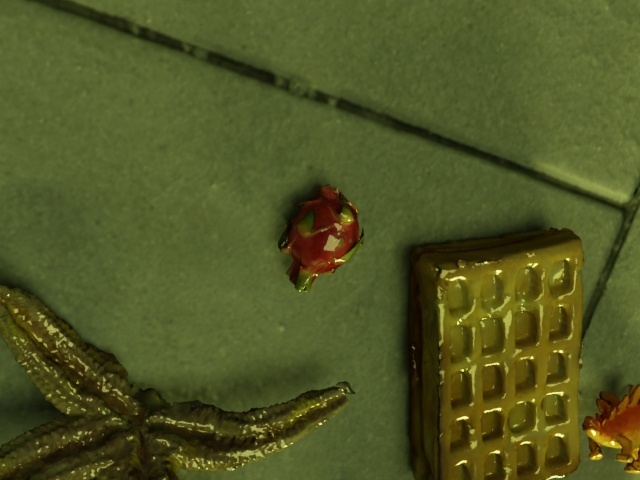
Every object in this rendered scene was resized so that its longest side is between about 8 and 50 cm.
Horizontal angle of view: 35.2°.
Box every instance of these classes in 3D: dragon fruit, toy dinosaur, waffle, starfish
[{"bbox_3d":[-0.002,0.001,1.106,0.086,0.081,0.116,37,91,-38],"label":"dragon fruit"},{"bbox_3d":[0.423,0.251,1.361,0.288,0.070,0.117,24,70,-46],"label":"toy dinosaur"},{"bbox_3d":[0.215,0.150,1.238,0.224,0.098,0.328,-11,109,-20],"label":"waffle"},{"bbox_3d":[-0.195,0.200,1.007,0.398,0.384,0.132,38,133,-12],"label":"starfish"}]
